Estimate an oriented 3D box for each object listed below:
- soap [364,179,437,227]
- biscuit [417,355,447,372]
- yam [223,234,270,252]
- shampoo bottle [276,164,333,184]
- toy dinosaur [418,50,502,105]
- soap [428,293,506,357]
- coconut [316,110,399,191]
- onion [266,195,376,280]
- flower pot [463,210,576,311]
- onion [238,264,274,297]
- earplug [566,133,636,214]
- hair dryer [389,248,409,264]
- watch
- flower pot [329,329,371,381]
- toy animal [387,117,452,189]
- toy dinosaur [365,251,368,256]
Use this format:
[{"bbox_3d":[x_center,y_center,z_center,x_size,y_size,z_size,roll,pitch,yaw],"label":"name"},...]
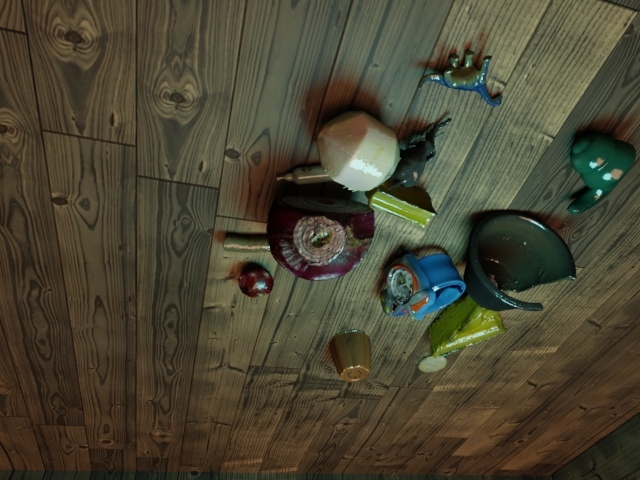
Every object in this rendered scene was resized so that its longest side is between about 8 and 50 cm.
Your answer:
[{"bbox_3d":[0.254,-0.136,1.446,0.233,0.135,0.076,20,127,-22],"label":"soap"},{"bbox_3d":[0.557,0.612,2.231,0.152,0.020,0.152,-3,132,-3],"label":"biscuit"},{"bbox_3d":[-0.187,0.017,1.578,0.300,0.066,0.066,3,131,-10],"label":"yam"},{"bbox_3d":[-0.041,-0.203,1.402,0.195,0.056,0.056,-7,132,-2],"label":"shampoo bottle"},{"bbox_3d":[0.391,-0.420,1.256,0.248,0.075,0.188,-19,139,2],"label":"toy dinosaur"},{"bbox_3d":[0.567,0.325,1.877,0.339,0.169,0.304,-25,130,13],"label":"soap"},{"bbox_3d":[0.094,-0.257,1.270,0.234,0.224,0.224,9,130,-23],"label":"coconut"},{"bbox_3d":[0.000,0.000,1.402,0.337,0.282,0.260,3,102,-10],"label":"onion"},{"bbox_3d":[0.662,0.103,1.621,0.380,0.379,0.251,1,154,-8],"label":"flower pot"},{"bbox_3d":[-0.235,0.152,1.658,0.131,0.131,0.131,-3,132,-4],"label":"onion"},{"bbox_3d":[0.885,-0.227,1.457,0.280,0.163,0.257,36,156,-19],"label":"earplug"},{"bbox_3d":[0.295,0.068,1.708,0.047,0.026,0.083,26,128,-25],"label":"hair dryer"},{"bbox_3d":[0.385,0.196,1.712,0.275,0.241,0.305,-3,145,-28],"label":"watch"},{"bbox_3d":[0.143,0.522,2.000,0.191,0.173,0.190,-5,134,-5],"label":"flower pot"},{"bbox_3d":[0.280,-0.254,1.348,0.082,0.137,0.269,42,75,-22],"label":"toy animal"},{"bbox_3d":[0.035,0.058,1.616,0.294,0.077,0.162,18,120,-31],"label":"toy dinosaur"}]
